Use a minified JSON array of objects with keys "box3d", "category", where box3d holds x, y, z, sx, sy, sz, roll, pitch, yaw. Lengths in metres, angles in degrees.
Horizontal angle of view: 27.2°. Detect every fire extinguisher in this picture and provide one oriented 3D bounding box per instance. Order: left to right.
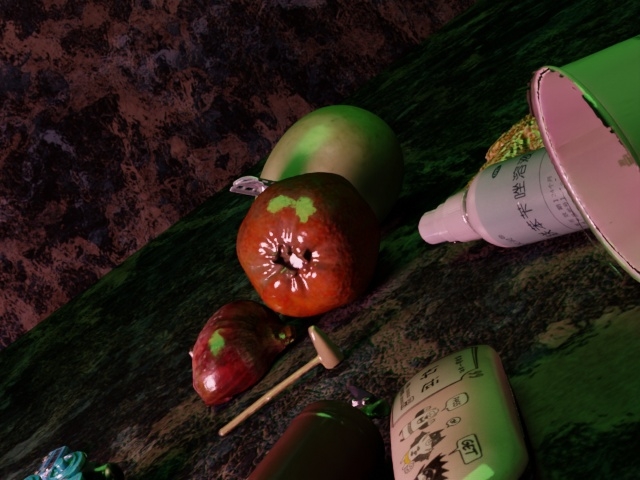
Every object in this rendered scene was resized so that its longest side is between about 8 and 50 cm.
[{"box3d":[-0.023,0.241,1.294,0.138,0.102,0.344,-26,15,42],"category":"fire extinguisher"}]

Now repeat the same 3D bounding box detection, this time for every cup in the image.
[{"box3d":[0.381,-0.121,1.314,0.274,0.253,0.253,-30,12,-5],"category":"cup"}]

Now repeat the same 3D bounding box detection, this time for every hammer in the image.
[{"box3d":[-0.063,0.188,1.726,0.195,0.060,0.028,-38,12,5],"category":"hammer"}]

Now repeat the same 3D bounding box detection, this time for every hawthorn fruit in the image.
[{"box3d":[0.000,0.000,1.958,0.210,0.210,0.262,-28,-3,27],"category":"hawthorn fruit"}]

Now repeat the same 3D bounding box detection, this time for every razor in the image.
[{"box3d":[-0.077,0.020,2.050,0.068,0.232,0.106,-9,-9,34],"category":"razor"}]

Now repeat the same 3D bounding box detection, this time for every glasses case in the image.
[{"box3d":[0.125,0.177,1.206,0.122,0.075,0.314,-30,13,10],"category":"glasses case"}]

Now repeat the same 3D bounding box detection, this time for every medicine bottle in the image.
[{"box3d":[0.249,-0.049,1.654,0.110,0.110,0.352,-43,15,-34],"category":"medicine bottle"}]

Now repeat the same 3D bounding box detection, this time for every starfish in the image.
[{"box3d":[0.316,-0.150,1.918,0.347,0.078,0.358,-34,17,30],"category":"starfish"}]

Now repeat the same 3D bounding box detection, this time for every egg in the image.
[{"box3d":[0.006,-0.088,2.194,0.295,0.218,0.218,-47,13,-1],"category":"egg"}]

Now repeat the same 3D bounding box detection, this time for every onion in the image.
[{"box3d":[-0.119,0.144,1.924,0.151,0.098,0.206,-32,12,21],"category":"onion"}]

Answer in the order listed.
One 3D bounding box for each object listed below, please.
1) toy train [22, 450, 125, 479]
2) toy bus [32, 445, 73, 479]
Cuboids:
[{"box3d":[-0.337,0.359,1.685,0.198,0.107,0.154,-31,21,21],"category":"toy train"},{"box3d":[-0.405,0.352,2.029,0.046,0.038,0.083,-28,14,15],"category":"toy bus"}]
